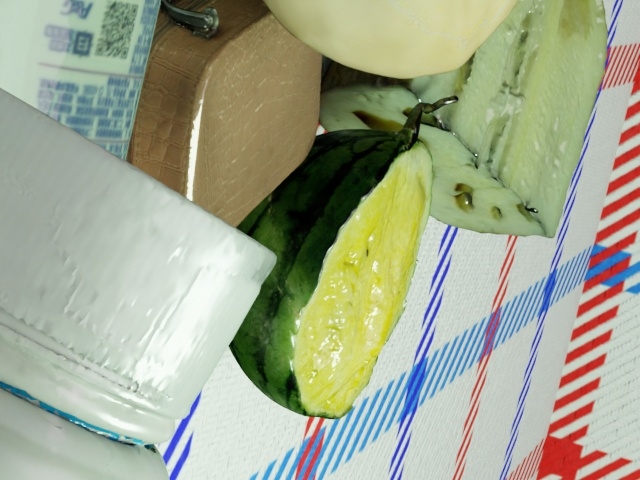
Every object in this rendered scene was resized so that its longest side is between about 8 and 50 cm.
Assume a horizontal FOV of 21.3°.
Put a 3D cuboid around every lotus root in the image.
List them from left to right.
[{"bbox_3d":[0.113,-0.175,1.387,0.267,0.149,0.260,39,61,-50],"label":"lotus root"}]

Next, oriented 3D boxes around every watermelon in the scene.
[{"bbox_3d":[-0.003,0.007,1.202,0.204,0.127,0.232,-27,133,-60],"label":"watermelon"}]

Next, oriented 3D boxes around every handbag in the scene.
[{"bbox_3d":[-0.065,-0.087,1.035,0.193,0.072,0.151,-46,148,-52],"label":"handbag"}]

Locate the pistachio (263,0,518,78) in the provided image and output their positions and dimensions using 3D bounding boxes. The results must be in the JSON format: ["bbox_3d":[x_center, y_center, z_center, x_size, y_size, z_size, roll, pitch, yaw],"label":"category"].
[{"bbox_3d":[0.024,-0.233,0.944,0.187,0.188,0.299,-53,131,-48],"label":"pistachio"}]

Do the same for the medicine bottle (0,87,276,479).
[{"bbox_3d":[-0.128,0.083,0.466,0.258,0.143,0.143,-60,161,-3],"label":"medicine bottle"}]

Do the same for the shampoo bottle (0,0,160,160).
[{"bbox_3d":[-0.137,-0.077,0.813,0.134,0.078,0.359,-5,110,-67],"label":"shampoo bottle"}]
